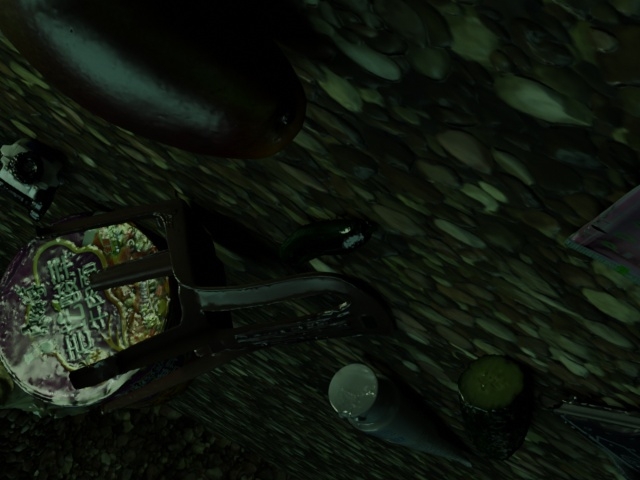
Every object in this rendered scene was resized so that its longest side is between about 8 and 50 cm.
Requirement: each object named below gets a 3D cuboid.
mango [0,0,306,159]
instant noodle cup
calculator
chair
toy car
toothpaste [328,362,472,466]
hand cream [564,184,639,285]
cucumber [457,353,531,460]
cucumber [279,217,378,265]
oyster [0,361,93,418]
[{"bbox_3d":[-0.126,-0.137,0.757,0.267,0.111,0.133,40,176,-11],"label":"mango"},{"bbox_3d":[-0.267,0.108,1.657,0.251,0.251,0.190,26,174,24],"label":"instant noodle cup"},{"bbox_3d":[0.326,0.194,1.078,0.166,0.028,0.274,38,165,-23],"label":"calculator"},{"bbox_3d":[-0.104,0.047,1.325,0.327,0.183,0.175,-16,155,4],"label":"chair"},{"bbox_3d":[-0.347,-0.076,1.505,0.080,0.070,0.171,34,168,-8],"label":"toy car"},{"bbox_3d":[0.101,0.229,1.617,0.114,0.073,0.299,22,170,32],"label":"toothpaste"},{"bbox_3d":[0.199,-0.002,0.675,0.079,0.050,0.275,56,173,7],"label":"hand cream"},{"bbox_3d":[0.179,0.183,1.286,0.068,0.067,0.293,27,166,19],"label":"cucumber"},{"bbox_3d":[0.000,0.000,1.108,0.036,0.033,0.184,55,160,-6],"label":"cucumber"},{"bbox_3d":[-0.343,0.149,1.826,0.107,0.354,0.201,-10,112,41],"label":"oyster"}]
